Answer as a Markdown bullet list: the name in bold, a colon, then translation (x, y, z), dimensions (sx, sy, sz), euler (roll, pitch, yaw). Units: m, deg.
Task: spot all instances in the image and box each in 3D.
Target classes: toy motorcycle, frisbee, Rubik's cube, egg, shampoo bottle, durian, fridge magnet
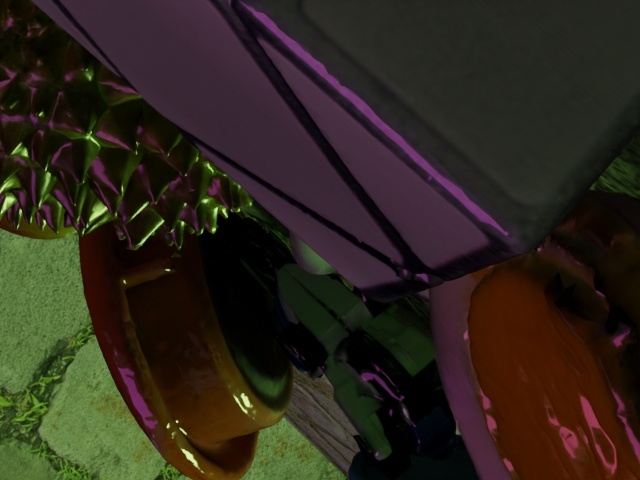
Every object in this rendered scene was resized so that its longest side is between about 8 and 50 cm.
- **toy motorcycle**: translation (0.024, 0.100, 1.807), dimensions (0.331, 0.125, 0.196), euler (42, 171, 44)
- **frisbee**: translation (0.146, 0.245, 1.770), dimensions (0.242, 0.045, 0.242), euler (5, -169, -1)
- **Rubik's cube**: translation (0.024, -0.125, 0.525), dimensions (0.207, 0.205, 0.205), euler (43, 171, -2)
- **egg**: translation (0.186, 0.079, 0.968), dimensions (0.264, 0.174, 0.286), euler (23, 136, 60)
- **shampoo bottle**: translation (0.000, 0.000, 1.633), dimensions (0.056, 0.056, 0.195), euler (39, 170, 9)
- **durian**: translation (-0.108, -0.126, 0.962), dimensions (0.225, 0.291, 0.291), euler (-5, 147, 25)
- **fridge magnet**: translation (-0.139, 0.079, 1.912), dimensions (0.363, 0.155, 0.363), euler (-19, -90, -76)

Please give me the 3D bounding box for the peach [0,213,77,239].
- **peach**: translation (-0.216, -0.121, 1.433), dimensions (0.231, 0.231, 0.231), euler (40, 170, 8)
